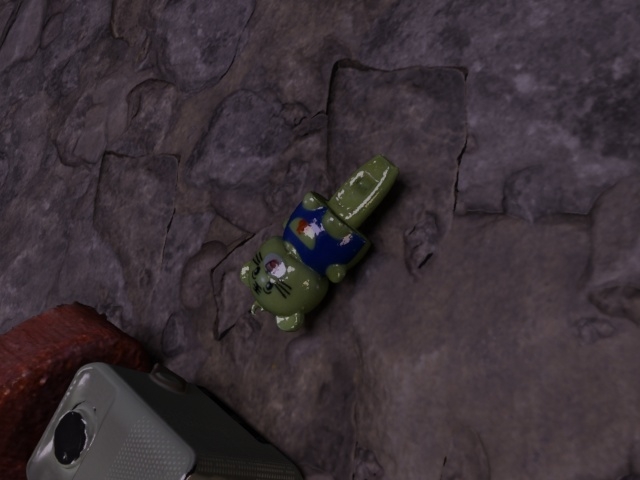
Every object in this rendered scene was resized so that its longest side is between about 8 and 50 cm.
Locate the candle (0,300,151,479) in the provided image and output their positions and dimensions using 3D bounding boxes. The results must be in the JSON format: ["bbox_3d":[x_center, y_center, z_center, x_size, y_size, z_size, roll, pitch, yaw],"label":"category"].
[{"bbox_3d":[-0.345,0.224,0.753,0.131,0.287,0.317,21,81,35],"label":"candle"}]

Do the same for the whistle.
[{"bbox_3d":[0.000,0.000,0.714,0.227,0.085,0.105,-48,59,10],"label":"whistle"}]

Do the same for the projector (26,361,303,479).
[{"bbox_3d":[-0.167,0.238,0.677,0.242,0.177,0.163,27,87,42],"label":"projector"}]
